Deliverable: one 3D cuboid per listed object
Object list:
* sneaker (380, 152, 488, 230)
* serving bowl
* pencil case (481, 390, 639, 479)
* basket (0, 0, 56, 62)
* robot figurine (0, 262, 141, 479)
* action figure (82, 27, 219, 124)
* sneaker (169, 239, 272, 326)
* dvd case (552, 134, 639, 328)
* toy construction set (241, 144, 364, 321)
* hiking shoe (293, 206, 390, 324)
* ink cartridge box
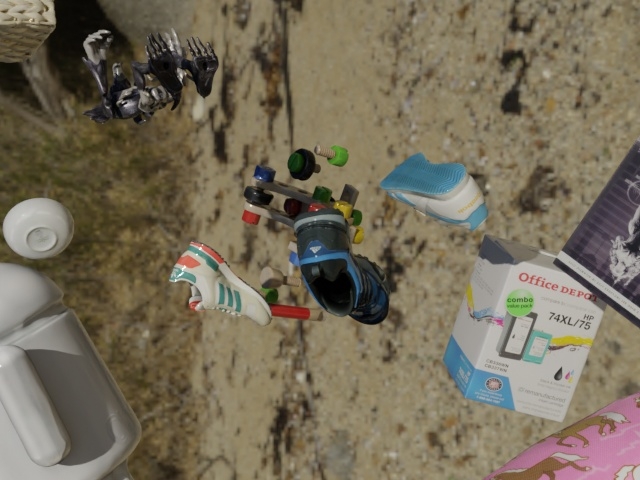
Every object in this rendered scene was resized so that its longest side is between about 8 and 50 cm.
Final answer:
[{"bbox_3d":[0.165,-0.069,1.427,0.092,0.087,0.228,51,173,-23],"label":"sneaker"},{"bbox_3d":[-0.336,-0.009,1.139,0.027,0.083,0.083,-121,32,-51],"label":"serving bowl"},{"bbox_3d":[0.289,0.248,0.886,0.160,0.386,0.167,44,156,56],"label":"pencil case"},{"bbox_3d":[-0.367,-0.251,0.983,0.113,0.167,0.103,-24,77,50],"label":"basket"},{"bbox_3d":[-0.335,0.174,1.053,0.353,0.199,0.300,61,154,-7],"label":"robot figurine"},{"bbox_3d":[-0.267,-0.254,1.446,0.275,0.164,0.141,-7,96,53],"label":"action figure"},{"bbox_3d":[-0.136,0.075,1.267,0.075,0.161,0.057,-51,29,-17],"label":"sneaker"},{"bbox_3d":[0.430,-0.012,1.245,0.164,0.018,0.221,40,111,28],"label":"dvd case"},{"bbox_3d":[0.000,0.000,1.795,0.257,0.237,0.309,-2,79,51],"label":"toy construction set"},{"bbox_3d":[0.031,0.078,1.540,0.304,0.113,0.132,52,-147,-49],"label":"hiking shoe"},{"bbox_3d":[0.375,0.156,1.761,0.197,0.198,0.270,-109,34,-75],"label":"ink cartridge box"}]
